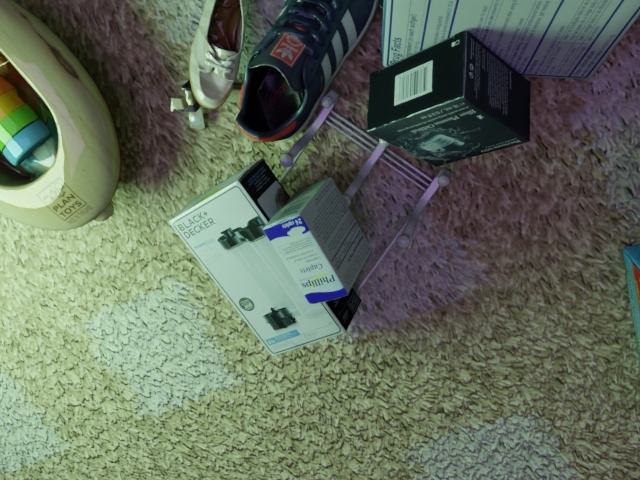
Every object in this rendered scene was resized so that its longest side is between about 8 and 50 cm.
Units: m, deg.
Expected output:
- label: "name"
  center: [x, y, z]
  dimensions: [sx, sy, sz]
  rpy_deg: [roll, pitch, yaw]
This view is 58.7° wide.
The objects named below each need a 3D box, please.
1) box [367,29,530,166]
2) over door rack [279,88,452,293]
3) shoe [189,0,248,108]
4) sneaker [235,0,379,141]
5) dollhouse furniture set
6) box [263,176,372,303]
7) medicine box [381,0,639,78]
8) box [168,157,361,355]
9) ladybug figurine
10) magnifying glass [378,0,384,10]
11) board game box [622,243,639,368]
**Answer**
- label: "box"
  center: [0.172, -0.179, 0.763]
  dimensions: [0.156, 0.158, 0.093]
  rpy_deg: [-11, 70, 47]
- label: "over door rack"
  center: [0.023, -0.041, 0.926]
  dimensions: [0.239, 0.108, 0.324]
  rpy_deg: [35, 114, 0]
- label: "shoe"
  center: [-0.154, -0.311, 0.864]
  dimensions: [0.076, 0.058, 0.219]
  rpy_deg: [10, 96, -14]
- label: "sneaker"
  center: [-0.021, -0.290, 0.812]
  dimensions: [0.131, 0.148, 0.350]
  rpy_deg: [29, 116, 8]
- label: "dollhouse furniture set"
  center: [-0.173, -0.207, 0.935]
  dimensions: [0.114, 0.091, 0.081]
  rpy_deg: [5, 126, 9]
- label: "box"
  center: [0.000, 0.000, 0.828]
  dimensions: [0.072, 0.126, 0.137]
  rpy_deg: [-20, 110, 32]
- label: "medicine box"
  center: [0.221, -0.322, 0.662]
  dimensions: [0.289, 0.263, 0.149]
  rpy_deg: [5, 78, 5]
- label: "box"
  center: [-0.086, 0.035, 0.913]
  dimensions: [0.169, 0.087, 0.290]
  rpy_deg: [-23, 109, 33]
- label: "ladybug figurine"
  center: [-0.501, -0.216, 0.950]
  dimensions: [0.305, 0.162, 0.449]
  rpy_deg: [-32, 103, 16]
- label: "magnifying glass"
  center: [0.071, -0.423, 0.822]
  dimensions: [0.231, 0.026, 0.092]
  rpy_deg: [46, 113, -4]
- label: "board game box"
  center: [0.521, 0.192, 0.783]
  dimensions: [0.086, 0.302, 0.308]
  rpy_deg: [-12, 107, 17]
